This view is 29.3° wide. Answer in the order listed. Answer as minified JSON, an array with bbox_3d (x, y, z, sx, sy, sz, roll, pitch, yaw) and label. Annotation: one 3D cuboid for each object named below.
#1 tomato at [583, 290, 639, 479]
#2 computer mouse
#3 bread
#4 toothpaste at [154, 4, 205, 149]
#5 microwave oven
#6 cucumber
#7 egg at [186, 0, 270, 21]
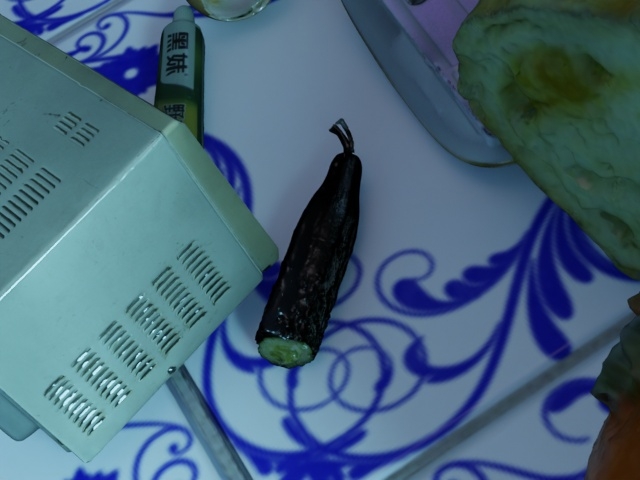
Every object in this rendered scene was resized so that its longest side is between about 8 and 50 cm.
[{"bbox_3d":[0.244,0.081,0.381,0.321,0.321,0.322,-11,49,13],"label":"tomato"},{"bbox_3d":[0.097,-0.140,0.784,0.126,0.056,0.245,-28,55,-4],"label":"computer mouse"},{"bbox_3d":[0.222,-0.112,0.620,0.252,0.196,0.238,-39,32,-14],"label":"bread"},{"bbox_3d":[-0.096,-0.087,0.837,0.049,0.031,0.204,-14,51,16],"label":"toothpaste"},{"bbox_3d":[-0.179,-0.010,0.719,0.240,0.145,0.194,32,76,40],"label":"microwave oven"},{"bbox_3d":[0.000,0.000,0.724,0.039,0.043,0.163,-39,24,50],"label":"cucumber"},{"bbox_3d":[-0.070,-0.205,0.891,0.080,0.080,0.096,-26,50,0],"label":"egg"}]
